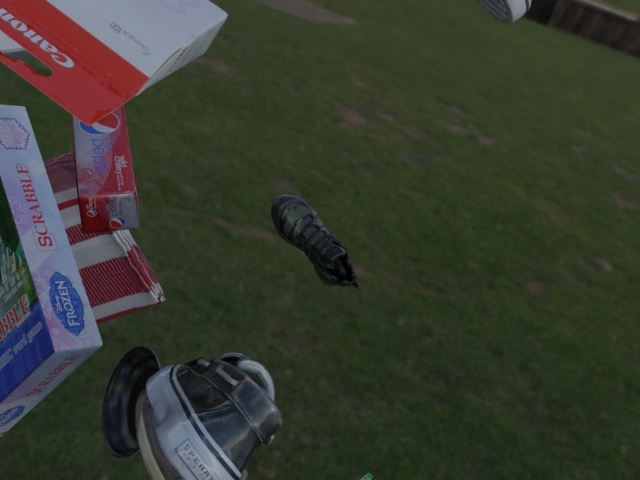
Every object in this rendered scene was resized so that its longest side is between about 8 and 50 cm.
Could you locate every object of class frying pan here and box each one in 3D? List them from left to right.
[{"bbox_3d":[-0.283,0.240,1.699,0.053,0.326,0.197,19,34,-38],"label":"frying pan"}]

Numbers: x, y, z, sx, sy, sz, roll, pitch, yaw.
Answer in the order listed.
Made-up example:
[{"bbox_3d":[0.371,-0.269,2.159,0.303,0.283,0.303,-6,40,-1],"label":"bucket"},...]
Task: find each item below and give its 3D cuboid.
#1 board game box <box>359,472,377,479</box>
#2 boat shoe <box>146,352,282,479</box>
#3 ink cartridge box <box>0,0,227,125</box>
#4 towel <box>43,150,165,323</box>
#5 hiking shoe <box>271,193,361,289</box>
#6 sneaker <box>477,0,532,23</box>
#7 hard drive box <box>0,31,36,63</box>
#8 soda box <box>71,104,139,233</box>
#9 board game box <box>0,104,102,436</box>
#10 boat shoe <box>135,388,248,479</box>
[{"bbox_3d":[0.015,0.395,1.127,0.136,0.030,0.259,41,57,19],"label":"board game box"},{"bbox_3d":[-0.096,0.175,1.002,0.121,0.119,0.335,58,-9,-9],"label":"boat shoe"},{"bbox_3d":[-0.207,-0.208,0.863,0.189,0.066,0.232,37,26,-1],"label":"ink cartridge box"},{"bbox_3d":[-0.456,0.009,1.830,0.237,0.329,0.037,-18,21,27],"label":"towel"},{"bbox_3d":[0.000,0.000,1.867,0.227,0.086,0.114,49,-16,-24],"label":"hiking shoe"},{"bbox_3d":[0.158,-0.383,0.996,0.321,0.127,0.126,58,-3,-18],"label":"sneaker"},{"bbox_3d":[-0.438,-0.397,1.612,0.232,0.181,0.089,-14,3,-29],"label":"hard drive box"},{"bbox_3d":[-0.355,-0.133,1.614,0.092,0.083,0.263,-5,46,-13],"label":"soda box"},{"bbox_3d":[-0.409,0.055,1.197,0.065,0.318,0.318,-2,61,-46],"label":"board game box"},{"bbox_3d":[-0.176,0.375,1.577,0.130,0.356,0.132,-22,19,8],"label":"boat shoe"}]
